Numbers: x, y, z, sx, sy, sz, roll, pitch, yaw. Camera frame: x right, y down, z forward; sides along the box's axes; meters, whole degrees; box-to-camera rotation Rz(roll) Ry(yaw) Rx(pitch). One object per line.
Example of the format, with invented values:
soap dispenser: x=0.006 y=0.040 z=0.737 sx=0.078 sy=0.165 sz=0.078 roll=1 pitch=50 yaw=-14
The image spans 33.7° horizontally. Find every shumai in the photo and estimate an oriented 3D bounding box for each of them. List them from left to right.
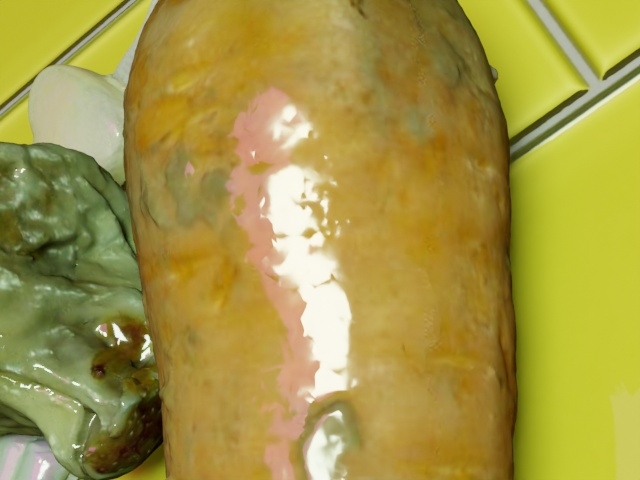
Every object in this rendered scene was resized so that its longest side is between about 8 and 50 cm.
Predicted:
shumai: x=-0.223 y=0.079 z=0.706 sx=0.261 sy=0.225 sz=0.222 roll=-25 pitch=60 yaw=4

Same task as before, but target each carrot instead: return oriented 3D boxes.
carrot: x=0.000 y=0.000 z=0.608 sx=0.224 sy=0.224 sz=0.340 roll=-10 pitch=75 yaw=28

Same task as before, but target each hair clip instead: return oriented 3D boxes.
hair clip: x=-0.151 y=-0.104 z=0.828 sx=0.159 sy=0.071 sz=0.218 roll=44 pitch=102 yaw=32

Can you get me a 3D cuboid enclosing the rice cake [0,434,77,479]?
rice cake: x=-0.276 y=0.220 z=0.801 sx=0.189 sy=0.037 sz=0.198 roll=20 pitch=84 yaw=35
